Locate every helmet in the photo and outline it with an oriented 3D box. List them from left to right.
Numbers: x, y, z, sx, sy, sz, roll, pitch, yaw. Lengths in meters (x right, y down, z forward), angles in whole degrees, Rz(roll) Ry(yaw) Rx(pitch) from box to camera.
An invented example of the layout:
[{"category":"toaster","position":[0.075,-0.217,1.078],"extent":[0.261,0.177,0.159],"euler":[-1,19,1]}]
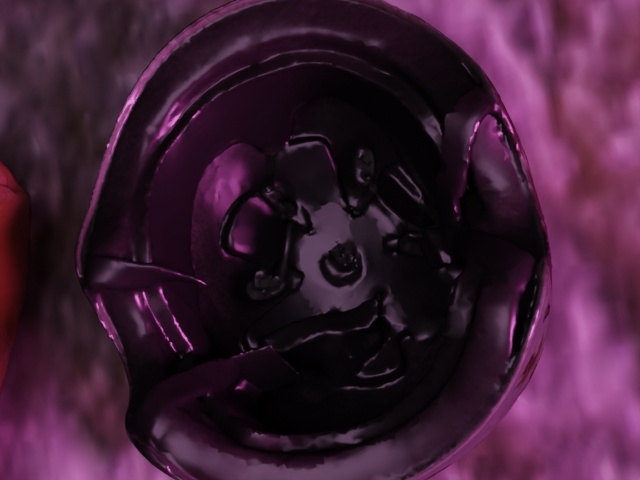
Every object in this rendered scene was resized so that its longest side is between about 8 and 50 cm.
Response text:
[{"category":"helmet","position":[0.007,0.011,0.471],"extent":[0.153,0.107,0.177],"euler":[-23,61,13]}]

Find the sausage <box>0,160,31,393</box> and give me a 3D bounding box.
[{"category":"sausage","position":[-0.202,0.160,0.512],"extent":[0.094,0.094,0.419],"euler":[19,89,-15]}]
